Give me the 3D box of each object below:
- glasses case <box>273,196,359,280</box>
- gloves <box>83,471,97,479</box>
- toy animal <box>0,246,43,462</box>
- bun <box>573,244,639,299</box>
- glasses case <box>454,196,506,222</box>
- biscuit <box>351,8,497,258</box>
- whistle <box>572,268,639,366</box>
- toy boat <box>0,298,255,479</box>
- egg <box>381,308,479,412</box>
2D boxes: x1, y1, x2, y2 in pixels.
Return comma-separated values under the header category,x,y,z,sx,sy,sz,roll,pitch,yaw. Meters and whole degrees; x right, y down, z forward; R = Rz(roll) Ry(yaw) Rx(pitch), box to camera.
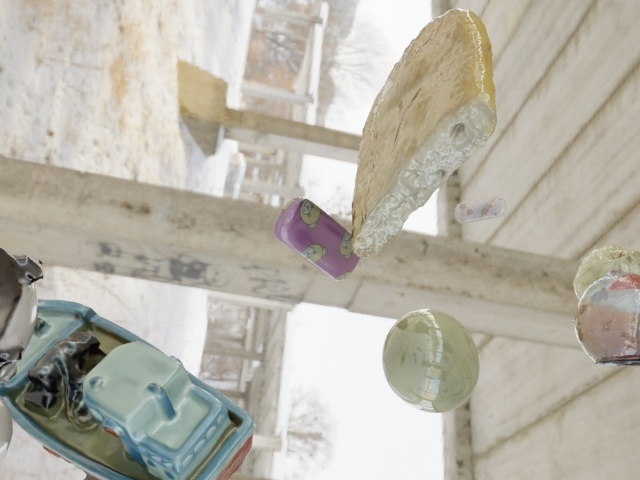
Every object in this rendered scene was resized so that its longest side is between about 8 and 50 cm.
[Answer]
category,x,y,z,sx,sy,sz,roll,pitch,yaw
glasses case,0.000,0.000,1.766,0.076,0.316,0.123,30,-96,42
gloves,-0.360,0.385,1.370,0.135,0.210,0.312,-141,-135,-56
toy animal,-0.311,0.114,0.533,0.187,0.165,0.235,-33,-130,55
bun,0.777,0.089,1.870,0.220,0.221,0.134,-93,167,-54
glasses case,0.245,-0.047,1.101,0.083,0.021,0.032,-9,-101,38
biscuit,0.186,-0.246,1.399,0.429,0.104,0.446,132,-28,-51
whistle,0.579,0.137,1.228,0.348,0.189,0.189,-2,-103,57
toy boat,-0.229,0.144,0.727,0.145,0.332,0.133,-48,148,-36
egg,0.248,0.273,1.626,0.219,0.219,0.269,-94,164,-56
